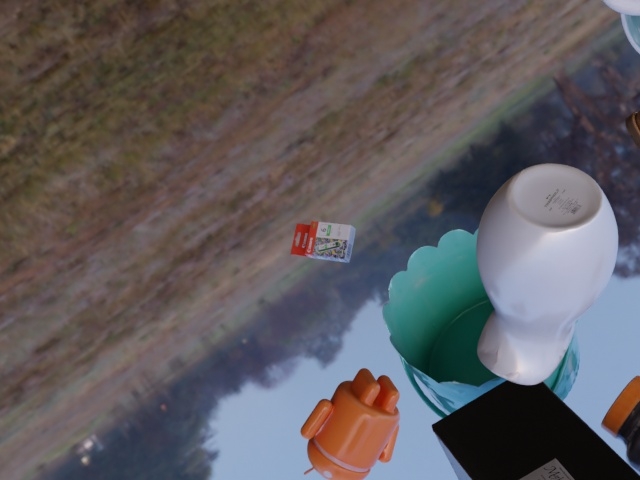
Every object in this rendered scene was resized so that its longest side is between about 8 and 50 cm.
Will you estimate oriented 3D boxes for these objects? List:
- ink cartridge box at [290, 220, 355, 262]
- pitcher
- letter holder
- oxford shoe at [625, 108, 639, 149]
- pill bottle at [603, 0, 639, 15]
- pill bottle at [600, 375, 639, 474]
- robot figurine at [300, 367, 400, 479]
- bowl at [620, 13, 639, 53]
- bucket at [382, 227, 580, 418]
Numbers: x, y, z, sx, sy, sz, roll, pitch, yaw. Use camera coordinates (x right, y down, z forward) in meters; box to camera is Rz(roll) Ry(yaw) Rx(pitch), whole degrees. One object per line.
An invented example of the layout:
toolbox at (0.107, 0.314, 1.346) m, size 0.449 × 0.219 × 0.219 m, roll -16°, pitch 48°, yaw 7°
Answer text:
ink cartridge box at (0.000, 0.000, 1.824) m, size 0.115 × 0.063 × 0.029 m, roll 7°, pitch 168°, yaw 22°
pitcher at (0.221, 0.013, 0.986) m, size 0.178 × 0.125 × 0.207 m, roll -49°, pitch 152°, yaw -32°
letter holder at (0.292, 0.338, 1.252) m, size 0.152 × 0.214 × 0.302 m, roll -29°, pitch -151°, yaw -6°
oxford shoe at (0.561, -0.126, 1.608) m, size 0.076 × 0.212 × 0.076 m, roll -21°, pitch 164°, yaw -43°
pill bottle at (0.455, -0.440, 1.488) m, size 0.131 × 0.131 × 0.229 m, roll -32°, pitch -147°, yaw 36°
pill bottle at (0.486, 0.279, 1.333) m, size 0.130 × 0.245 × 0.130 m, roll -40°, pitch 152°, yaw -27°
robot figurine at (0.059, 0.337, 1.825) m, size 0.158 × 0.128 × 0.219 m, roll 6°, pitch 116°, yaw -61°
bowl at (0.657, -0.472, 1.824) m, size 0.311 × 0.311 × 0.163 m, roll -34°, pitch -148°, yaw 17°
bucket at (0.246, 0.137, 1.525) m, size 0.281 × 0.183 × 0.281 m, roll -14°, pitch -131°, yaw 17°
